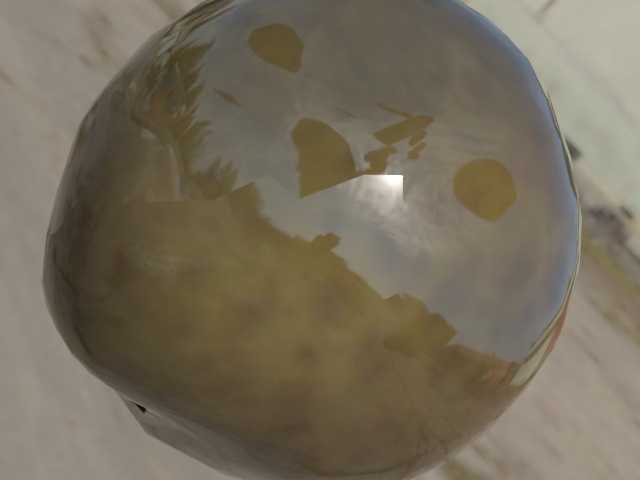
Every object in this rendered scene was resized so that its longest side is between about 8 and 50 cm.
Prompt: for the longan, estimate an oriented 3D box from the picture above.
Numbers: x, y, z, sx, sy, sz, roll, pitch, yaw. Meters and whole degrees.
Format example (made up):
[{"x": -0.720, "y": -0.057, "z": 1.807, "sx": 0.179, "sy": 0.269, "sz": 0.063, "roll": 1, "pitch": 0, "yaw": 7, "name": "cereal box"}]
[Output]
[{"x": 0.000, "y": 0.000, "z": 1.356, "sx": 0.336, "sy": 0.404, "sz": 0.404, "roll": 54, "pitch": 11, "yaw": 24, "name": "longan"}]
